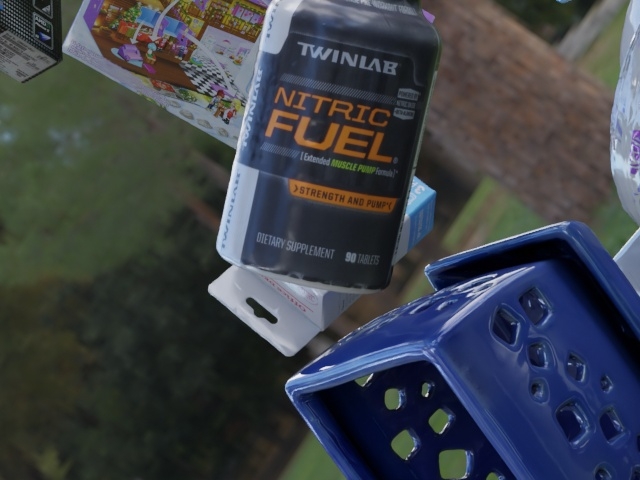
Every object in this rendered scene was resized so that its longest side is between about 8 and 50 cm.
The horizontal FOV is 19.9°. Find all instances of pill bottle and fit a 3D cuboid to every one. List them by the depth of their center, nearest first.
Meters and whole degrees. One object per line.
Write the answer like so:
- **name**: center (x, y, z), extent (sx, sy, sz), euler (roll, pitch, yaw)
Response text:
- **pill bottle**: center (0.011, -0.094, 1.304), extent (0.130, 0.130, 0.245), euler (-57, -20, -83)

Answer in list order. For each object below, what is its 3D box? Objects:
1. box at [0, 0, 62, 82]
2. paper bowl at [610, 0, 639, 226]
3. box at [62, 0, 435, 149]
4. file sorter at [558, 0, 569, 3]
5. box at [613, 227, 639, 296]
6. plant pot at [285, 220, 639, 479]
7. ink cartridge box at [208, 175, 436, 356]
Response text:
- **box**: center (-0.252, -0.224, 1.220), extent (0.045, 0.191, 0.184), euler (-23, 54, 29)
- **paper bowl**: center (0.274, -0.103, 0.963), extent (0.284, 0.148, 0.284), euler (-22, -45, -24)
- **box**: center (-0.069, -0.191, 1.688), extent (0.201, 0.293, 0.057), euler (-58, 3, 34)
- **file sorter**: center (0.078, -0.208, 0.863), extent (0.118, 0.170, 0.104), euler (-47, 24, 46)
- **box**: center (0.394, 0.011, 1.417), extent (0.168, 0.215, 0.345), euler (-27, -16, -21)
- **plant pot**: center (0.151, 0.126, 1.464), extent (0.212, 0.236, 0.236), euler (-43, 12, -30)
- **ink cartridge box**: center (0.000, 0.000, 1.545), extent (0.181, 0.104, 0.061), euler (-42, -23, -24)
